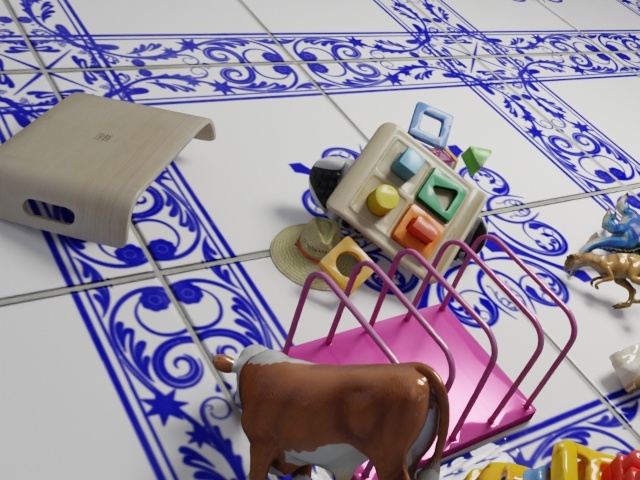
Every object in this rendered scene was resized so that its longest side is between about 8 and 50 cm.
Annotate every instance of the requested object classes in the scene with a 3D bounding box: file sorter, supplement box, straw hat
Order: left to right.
[{"bbox_3d":[0.000,0.000,1.157,0.144,0.061,0.144,13,38,-10],"label":"straw hat"},{"bbox_3d":[0.129,0.124,0.964,0.290,0.182,0.202,-12,47,-34],"label":"file sorter"},{"bbox_3d":[0.189,-0.127,1.402,0.083,0.055,0.043,-6,43,-31],"label":"supplement box"}]

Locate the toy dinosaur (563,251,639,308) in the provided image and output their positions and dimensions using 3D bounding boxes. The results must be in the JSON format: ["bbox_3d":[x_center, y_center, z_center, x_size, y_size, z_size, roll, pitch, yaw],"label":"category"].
[{"bbox_3d":[0.496,0.046,1.266,0.211,0.064,0.112,-1,73,2],"label":"toy dinosaur"}]

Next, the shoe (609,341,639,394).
[{"bbox_3d":[0.500,0.155,1.179,0.219,0.077,0.058,-19,57,-37],"label":"shoe"}]

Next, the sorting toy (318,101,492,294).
[{"bbox_3d":[0.131,-0.060,1.156,0.196,0.047,0.348,36,64,-3],"label":"sorting toy"}]

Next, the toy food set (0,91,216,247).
[{"bbox_3d":[-0.307,-0.107,1.146,0.219,0.092,0.306,13,35,10],"label":"toy food set"}]

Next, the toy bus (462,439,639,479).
[{"bbox_3d":[0.268,0.278,0.818,0.220,0.211,0.149,19,39,2],"label":"toy bus"}]

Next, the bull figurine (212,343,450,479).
[{"bbox_3d":[-0.006,0.194,0.805,0.101,0.310,0.189,14,74,-41],"label":"bull figurine"}]

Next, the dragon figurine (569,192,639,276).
[{"bbox_3d":[0.541,0.007,1.370,0.144,0.085,0.289,38,40,22],"label":"dragon figurine"}]

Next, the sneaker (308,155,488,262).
[{"bbox_3d":[0.117,-0.059,1.258,0.292,0.110,0.118,22,29,-11],"label":"sneaker"}]
